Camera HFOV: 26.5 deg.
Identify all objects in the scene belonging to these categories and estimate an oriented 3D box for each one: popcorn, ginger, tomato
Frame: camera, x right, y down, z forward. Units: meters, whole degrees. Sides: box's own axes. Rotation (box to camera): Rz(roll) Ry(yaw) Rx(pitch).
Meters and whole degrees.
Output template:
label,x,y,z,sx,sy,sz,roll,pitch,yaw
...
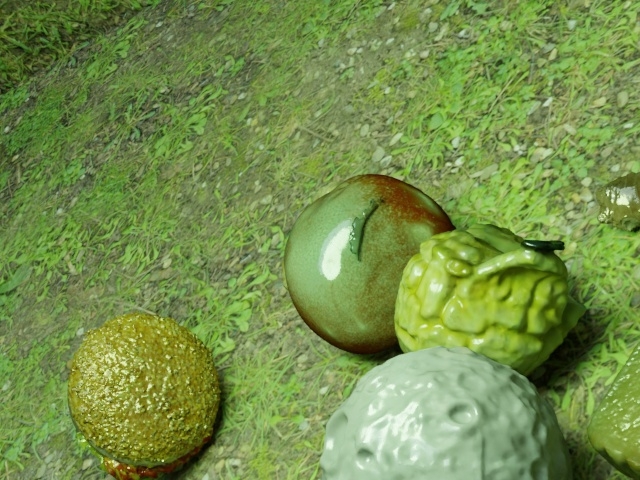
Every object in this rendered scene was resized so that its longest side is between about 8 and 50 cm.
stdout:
label,x,y,z,sx,sy,sz,roll,pitch,yaw
popcorn,0.248,0.096,1.997,0.293,0.293,0.237,11,103,52
ginger,0.496,-0.061,2.040,0.165,0.067,0.096,5,60,35
tomato,0.075,0.029,2.255,0.303,0.239,0.303,-33,35,27

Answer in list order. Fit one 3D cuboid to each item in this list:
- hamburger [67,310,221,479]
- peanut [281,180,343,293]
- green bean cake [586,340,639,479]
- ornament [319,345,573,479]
label,x,y,z,sx,sy,sz,roll,pitch,yaw
hamburger,-0.312,0.272,2.410,0.276,0.294,0.179,-17,-4,-25
peanut,0.000,0.000,2.486,0.098,0.103,0.229,24,74,9
green bean cake,0.486,0.219,1.717,0.236,0.124,0.233,-55,34,-10
ornament,0.167,0.313,1.792,0.337,0.337,0.337,-29,39,26
